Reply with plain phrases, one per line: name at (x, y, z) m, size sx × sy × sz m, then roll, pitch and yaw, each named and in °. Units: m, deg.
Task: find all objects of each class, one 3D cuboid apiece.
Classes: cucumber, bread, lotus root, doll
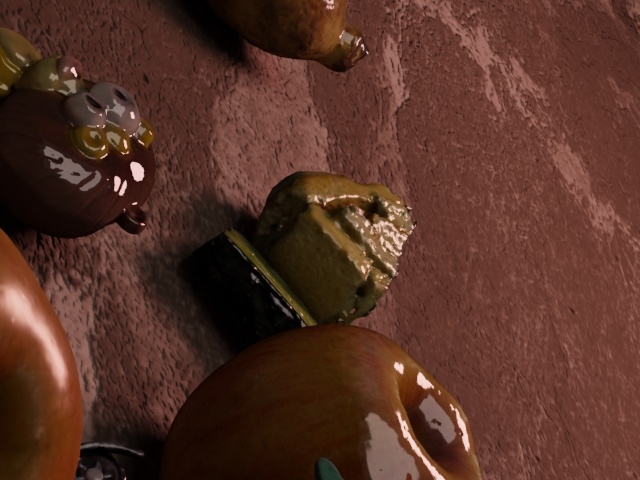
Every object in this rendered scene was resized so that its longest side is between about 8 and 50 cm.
cucumber at (-0.023, 0.085, 1.413) m, size 0.211 × 0.062 × 0.078 m, roll 49°, pitch 5°, yaw -7°
bread at (-0.001, -0.003, 1.503) m, size 0.110 × 0.103 × 0.156 m, roll 41°, pitch 24°, yaw -12°
lotus root at (-0.039, -0.225, 1.620) m, size 0.214 × 0.138 × 0.138 m, roll 55°, pitch 26°, yaw -13°
doll at (-0.182, -0.077, 1.249) m, size 0.188 × 0.096 × 0.145 m, roll 41°, pitch 23°, yaw -16°

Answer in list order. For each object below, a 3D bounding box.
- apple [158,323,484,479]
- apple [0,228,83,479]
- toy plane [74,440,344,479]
apple at (0.003, 0.160, 1.226) m, size 0.211 × 0.188 × 0.211 m, roll 47°, pitch 25°, yaw -31°
apple at (-0.222, 0.085, 0.812) m, size 0.242 × 0.241 × 0.242 m, roll 9°, pitch 78°, yaw -49°
toy plane at (-0.089, 0.189, 1.004) m, size 0.382 × 0.106 × 0.155 m, roll -10°, pitch 57°, yaw -38°
